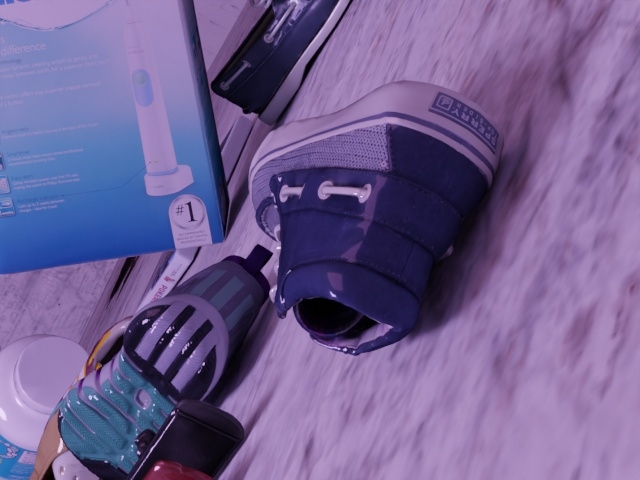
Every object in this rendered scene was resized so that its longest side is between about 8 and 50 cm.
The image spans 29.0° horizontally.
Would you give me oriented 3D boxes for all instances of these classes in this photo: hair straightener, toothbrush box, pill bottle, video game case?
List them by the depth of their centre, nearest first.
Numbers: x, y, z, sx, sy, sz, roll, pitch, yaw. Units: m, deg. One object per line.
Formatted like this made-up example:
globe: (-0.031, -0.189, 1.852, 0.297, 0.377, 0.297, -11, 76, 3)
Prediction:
hair straightener: (-0.097, 0.155, 0.702, 0.089, 0.047, 0.230, -73, 10, -45)
toothbrush box: (-0.214, -0.137, 1.144, 0.126, 0.216, 0.296, -95, -4, -70)
video game case: (-0.147, -0.023, 1.431, 0.183, 0.023, 0.201, -48, 17, 57)
pill bottle: (-0.357, 0.207, 1.551, 0.264, 0.146, 0.146, -49, 18, 55)

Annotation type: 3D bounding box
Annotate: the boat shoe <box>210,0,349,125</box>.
boat shoe: (-0.022, -0.221, 1.136, 0.254, 0.079, 0.095, -56, 14, 38)

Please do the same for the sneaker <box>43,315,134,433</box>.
sneaker: (-0.221, 0.157, 1.216, 0.084, 0.069, 0.185, 131, 162, -72)

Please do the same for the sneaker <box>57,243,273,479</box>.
sneaker: (-0.095, 0.086, 0.806, 0.098, 0.083, 0.223, -45, 0, -41)

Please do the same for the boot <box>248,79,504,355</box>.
boot: (0.000, 0.000, 0.494, 0.086, 0.069, 0.190, -63, 11, -16)

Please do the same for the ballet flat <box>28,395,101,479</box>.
ballet flat: (-0.222, 0.217, 1.123, 0.232, 0.080, 0.073, -58, 39, 41)
